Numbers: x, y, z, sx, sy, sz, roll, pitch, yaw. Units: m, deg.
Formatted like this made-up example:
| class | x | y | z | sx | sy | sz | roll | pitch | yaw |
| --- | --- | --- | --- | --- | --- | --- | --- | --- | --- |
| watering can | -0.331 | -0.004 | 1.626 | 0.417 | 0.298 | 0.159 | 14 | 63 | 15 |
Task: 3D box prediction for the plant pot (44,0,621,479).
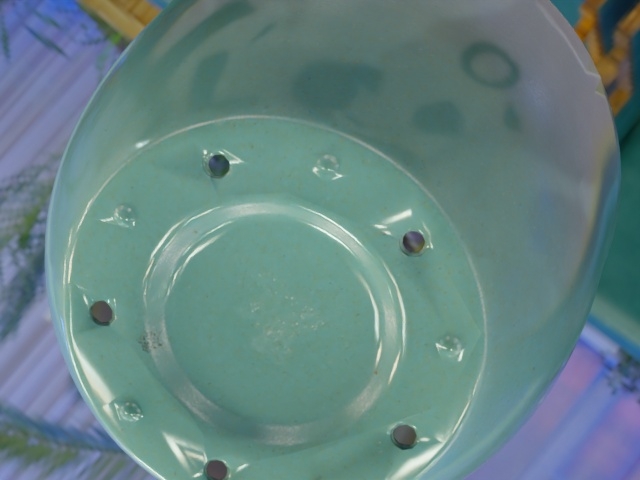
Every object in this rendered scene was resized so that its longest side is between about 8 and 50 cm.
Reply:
| class | x | y | z | sx | sy | sz | roll | pitch | yaw |
| --- | --- | --- | --- | --- | --- | --- | --- | --- | --- |
| plant pot | 0.000 | 0.000 | 0.657 | 0.293 | 0.293 | 0.235 | 40 | -159 | -3 |
